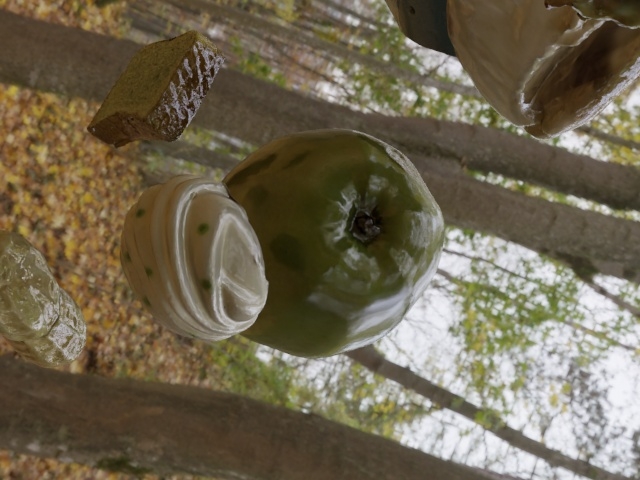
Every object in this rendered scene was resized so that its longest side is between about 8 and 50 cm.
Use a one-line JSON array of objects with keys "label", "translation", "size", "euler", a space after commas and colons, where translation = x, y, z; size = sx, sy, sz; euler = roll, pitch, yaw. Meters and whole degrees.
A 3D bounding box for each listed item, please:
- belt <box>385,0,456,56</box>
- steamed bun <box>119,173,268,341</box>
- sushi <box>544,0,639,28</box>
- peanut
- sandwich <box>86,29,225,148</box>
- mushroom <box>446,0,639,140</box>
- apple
[{"label": "belt", "translation": [0.305, -0.460, 1.292], "size": [0.300, 0.436, 0.173], "euler": [-50, 136, -28]}, {"label": "steamed bun", "translation": [-0.142, 0.025, 0.779], "size": [0.106, 0.183, 0.183], "euler": [-30, 160, -41]}, {"label": "sushi", "translation": [0.206, -0.171, 0.443], "size": [0.103, 0.225, 0.097], "euler": [72, 29, -55]}, {"label": "peanut", "translation": [-0.383, 0.089, 0.986], "size": [0.111, 0.125, 0.275], "euler": [-41, 153, -17]}, {"label": "sandwich", "translation": [-0.255, -0.231, 1.161], "size": [0.214, 0.065, 0.186], "euler": [8, -114, 51]}, {"label": "mushroom", "translation": [0.307, -0.300, 0.827], "size": [0.313, 0.224, 0.397], "euler": [-36, 160, -11]}, {"label": "apple", "translation": [0.000, 0.000, 1.093], "size": [0.357, 0.357, 0.357], "euler": [-156, -90, -83]}]
